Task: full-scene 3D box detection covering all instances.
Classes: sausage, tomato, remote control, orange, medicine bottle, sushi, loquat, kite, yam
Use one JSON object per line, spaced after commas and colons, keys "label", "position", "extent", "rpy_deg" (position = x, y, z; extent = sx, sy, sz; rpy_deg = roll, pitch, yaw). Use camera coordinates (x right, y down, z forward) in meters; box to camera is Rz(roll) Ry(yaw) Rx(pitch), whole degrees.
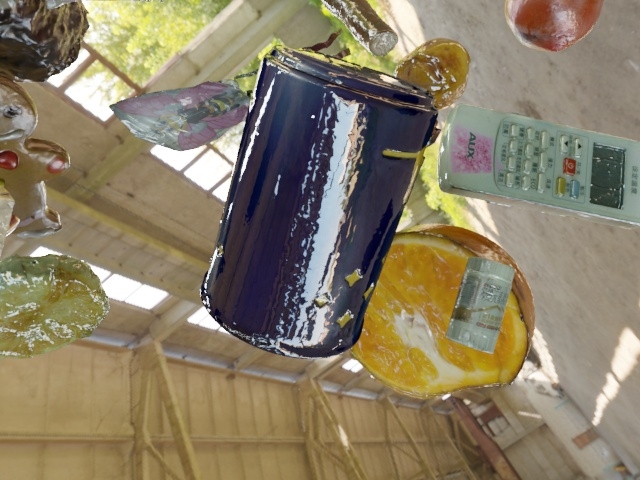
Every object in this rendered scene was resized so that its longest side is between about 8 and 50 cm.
{"label": "sausage", "position": [-0.605, -0.006, 0.881], "extent": [0.029, 0.029, 0.223], "rpy_deg": [48, -175, -24]}
{"label": "tomato", "position": [0.527, -0.534, 1.092], "extent": [0.208, 0.184, 0.208], "rpy_deg": [24, -169, -5]}
{"label": "remote control", "position": [0.357, -0.117, 0.761], "extent": [0.344, 0.145, 0.050], "rpy_deg": [9, 171, -6]}
{"label": "orange", "position": [0.166, 0.104, 0.714], "extent": [0.274, 0.274, 0.310], "rpy_deg": [54, 171, 10]}
{"label": "medicine bottle", "position": [0.154, 0.061, 0.460], "extent": [0.047, 0.083, 0.047], "rpy_deg": [17, 176, 1]}
{"label": "sushi", "position": [-0.719, -0.535, 1.078], "extent": [0.281, 0.299, 0.294], "rpy_deg": [23, 170, -1]}
{"label": "loquat", "position": [0.187, -0.281, 0.816], "extent": [0.137, 0.137, 0.112], "rpy_deg": [-4, -101, -79]}
{"label": "kite", "position": [-0.124, -0.218, 0.725], "extent": [0.204, 0.361, 0.022], "rpy_deg": [26, -135, -73]}
{"label": "yam", "position": [0.047, -0.366, 0.751], "extent": [0.057, 0.057, 0.241], "rpy_deg": [40, -162, -52]}

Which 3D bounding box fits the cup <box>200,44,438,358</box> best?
{"label": "cup", "position": [-0.006, -0.058, 0.506], "extent": [0.179, 0.256, 0.255], "rpy_deg": [14, -157, -10]}

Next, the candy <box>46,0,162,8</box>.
{"label": "candy", "position": [-0.375, -0.489, 0.796], "extent": [0.137, 0.195, 0.184], "rpy_deg": [-130, 37, -63]}

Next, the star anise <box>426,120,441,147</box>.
{"label": "star anise", "position": [0.052, -0.126, 0.743], "extent": [0.088, 0.288, 0.288], "rpy_deg": [62, -174, -17]}

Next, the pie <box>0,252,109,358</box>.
{"label": "pie", "position": [-0.594, 0.142, 1.000], "extent": [0.306, 0.306, 0.071], "rpy_deg": [40, -166, -52]}

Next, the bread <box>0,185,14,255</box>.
{"label": "bread", "position": [-0.493, -0.003, 0.645], "extent": [0.077, 0.152, 0.105], "rpy_deg": [27, -165, 27]}

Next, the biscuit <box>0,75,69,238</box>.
{"label": "biscuit", "position": [-0.686, -0.145, 1.007], "extent": [0.283, 0.432, 0.064], "rpy_deg": [-3, -130, -36]}
